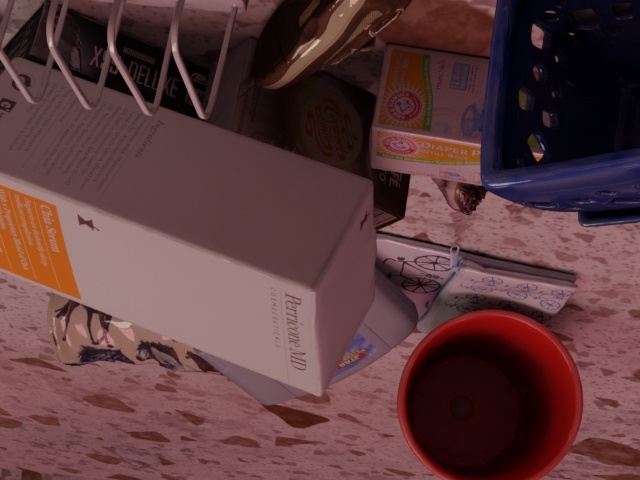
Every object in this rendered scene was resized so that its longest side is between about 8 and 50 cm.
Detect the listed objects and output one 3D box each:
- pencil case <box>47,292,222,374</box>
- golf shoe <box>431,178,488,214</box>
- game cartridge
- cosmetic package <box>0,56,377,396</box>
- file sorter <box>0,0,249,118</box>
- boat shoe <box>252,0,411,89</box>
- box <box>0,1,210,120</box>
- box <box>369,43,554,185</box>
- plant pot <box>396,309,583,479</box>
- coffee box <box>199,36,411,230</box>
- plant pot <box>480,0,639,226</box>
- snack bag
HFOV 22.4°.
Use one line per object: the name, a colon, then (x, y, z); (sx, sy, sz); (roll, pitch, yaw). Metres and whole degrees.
pencil case: (-0.223, 0.144, 2.592); (0.410, 0.160, 0.183); (7, 141, 10)
golf shoe: (0.160, -0.076, 1.935); (0.086, 0.067, 0.186); (22, -171, 6)
game cartridge: (-0.014, 0.140, 2.396); (0.297, 0.062, 0.198); (-29, 129, 21)
cosmetic package: (-0.173, -0.016, 1.821); (0.453, 0.161, 0.230); (19, 148, 16)
file sorter: (-0.239, -0.241, 1.670); (0.278, 0.173, 0.193); (6, 158, 11)
boat shoe: (0.015, -0.219, 1.712); (0.095, 0.095, 0.257); (14, 158, -23)
box: (-0.290, -0.164, 2.002); (0.242, 0.076, 0.307); (21, 156, -22)
box: (0.162, -0.135, 1.812); (0.203, 0.114, 0.103); (10, 157, 6)
plant pot: (0.237, 0.251, 2.454); (0.275, 0.275, 0.243); (12, 170, -3)
coffee box: (-0.015, -0.118, 1.902); (0.246, 0.141, 0.098); (22, 154, -28)
plant pot: (0.315, -0.138, 1.593); (0.236, 0.236, 0.212); (-8, 157, 37)
snack bag: (0.181, 0.081, 2.422); (0.343, 0.037, 0.323); (13, 158, -5)
